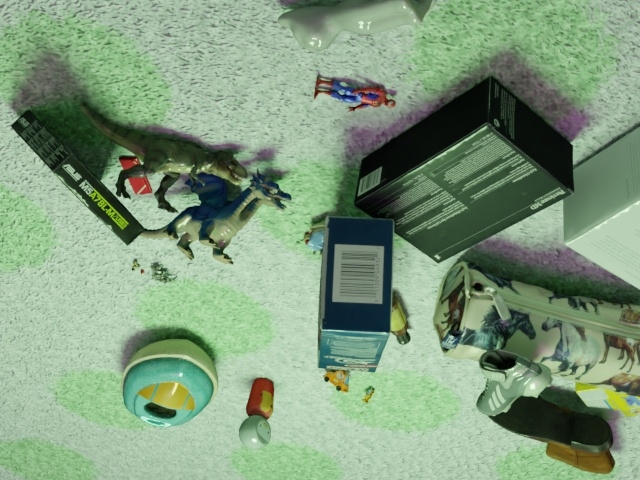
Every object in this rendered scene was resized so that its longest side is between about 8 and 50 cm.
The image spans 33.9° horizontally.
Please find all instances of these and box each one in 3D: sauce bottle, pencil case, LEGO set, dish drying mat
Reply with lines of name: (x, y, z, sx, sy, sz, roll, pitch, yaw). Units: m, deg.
sauce bottle: (0.135, 0.145, 1.892, 0.042, 0.042, 0.128, -5, 139, 18)
pencil case: (0.400, 0.151, 1.749, 0.410, 0.160, 0.183, 12, 163, -4)
LEGO set: (-0.300, 0.062, 1.883, 0.083, 0.023, 0.054, 6, 143, 4)
dish drying mat: (-0.296, -0.103, 1.679, 0.032, 0.008, 0.083, 0, 142, 13)

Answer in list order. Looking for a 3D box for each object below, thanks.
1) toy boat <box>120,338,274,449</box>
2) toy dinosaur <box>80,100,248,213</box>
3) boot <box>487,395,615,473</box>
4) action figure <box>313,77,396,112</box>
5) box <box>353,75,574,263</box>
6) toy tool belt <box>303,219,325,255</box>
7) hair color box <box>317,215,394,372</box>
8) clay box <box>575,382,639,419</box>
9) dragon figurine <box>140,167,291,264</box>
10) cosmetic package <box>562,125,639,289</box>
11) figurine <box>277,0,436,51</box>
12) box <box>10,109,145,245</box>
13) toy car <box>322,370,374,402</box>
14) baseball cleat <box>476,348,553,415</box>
toy boat: (-0.244, 0.318, 2.106, 0.318, 0.148, 0.267, 16, 142, -9)
toy dinosaur: (-0.250, -0.111, 1.593, 0.268, 0.118, 0.064, 19, -176, -10)
boot: (0.466, 0.386, 2.126, 0.264, 0.096, 0.280, 8, 160, 18)
action figure: (0.049, -0.201, 1.467, 0.115, 0.030, 0.038, 8, 138, -2)
box: (0.206, -0.093, 1.515, 0.184, 0.103, 0.261, 36, 135, -26)
toy tool belt: (0.000, 0.000, 1.719, 0.052, 0.051, 0.083, 34, 137, -29)
hair color box: (0.049, 0.094, 1.639, 0.105, 0.174, 0.347, 3, 164, 1)
clay box: (0.604, 0.273, 1.958, 0.222, 0.053, 0.127, -16, 138, 28)
dragon figurine: (-0.177, -0.047, 1.664, 0.289, 0.144, 0.085, 5, 150, 38)
cosmetic package: (0.502, -0.046, 1.488, 0.224, 0.138, 0.224, 28, 138, -24)
figurine: (0.004, -0.319, 1.283, 0.209, 0.092, 0.215, -12, 140, 37)
box: (-0.365, -0.095, 1.577, 0.045, 0.190, 0.184, -43, 131, -8)
toy car: (0.059, 0.286, 2.115, 0.122, 0.060, 0.041, 28, 97, -49)
baseball cleat: (0.289, 0.222, 1.697, 0.109, 0.072, 0.206, 33, 147, -8)
